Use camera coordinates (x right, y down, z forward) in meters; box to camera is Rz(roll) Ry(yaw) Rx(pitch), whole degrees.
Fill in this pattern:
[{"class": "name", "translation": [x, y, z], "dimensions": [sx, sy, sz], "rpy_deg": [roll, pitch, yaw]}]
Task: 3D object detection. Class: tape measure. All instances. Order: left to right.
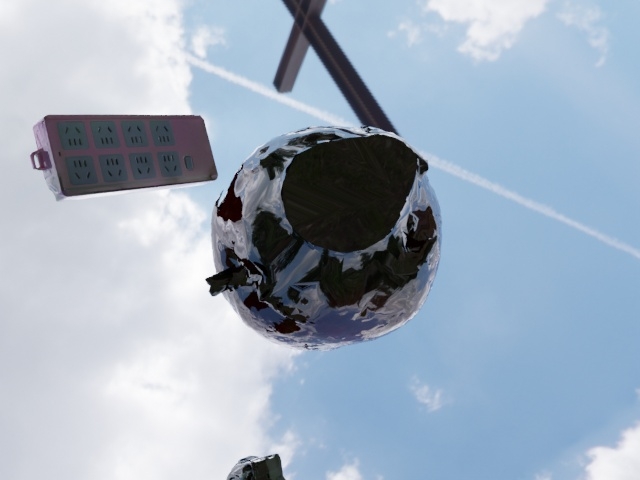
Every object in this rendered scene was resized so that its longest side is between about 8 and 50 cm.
[{"class": "tape measure", "translation": [-0.066, 0.282, 0.708], "dimensions": [0.054, 0.094, 0.091], "rpy_deg": [-15, -115, -37]}]

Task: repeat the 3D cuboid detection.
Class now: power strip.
[{"class": "power strip", "translation": [-0.264, -0.122, 0.903], "dimensions": [0.279, 0.038, 0.109], "rpy_deg": [-13, -91, -48]}]

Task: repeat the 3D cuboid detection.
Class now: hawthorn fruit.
[{"class": "hawthorn fruit", "translation": [0.015, -0.006, 0.789], "dimensions": [0.316, 0.316, 0.315], "rpy_deg": [9, -124, -14]}]
